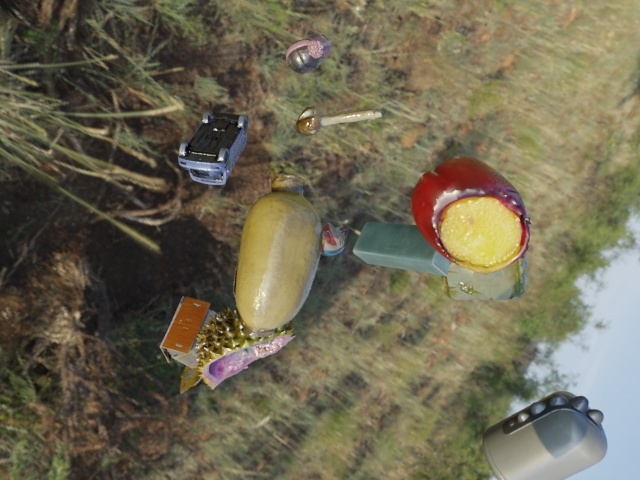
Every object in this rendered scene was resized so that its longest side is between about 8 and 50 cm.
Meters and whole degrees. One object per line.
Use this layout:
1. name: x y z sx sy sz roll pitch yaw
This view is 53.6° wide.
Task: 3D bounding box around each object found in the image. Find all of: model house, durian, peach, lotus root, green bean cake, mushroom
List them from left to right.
1. model house: -0.350 0.262 1.641 0.207 0.136 0.219 -26 -145 49
2. durian: -0.190 0.226 1.428 0.261 0.153 0.186 -31 179 1
3. lotus root: -0.072 0.023 1.116 0.146 0.131 0.303 31 65 -55
4. mushroom: 0.039 -0.270 1.373 0.060 0.187 0.061 -91 171 -64
5. peach: 0.279 -0.044 1.166 0.190 0.226 0.196 -30 159 -18
6. green bean cake: 0.454 0.057 1.776 0.124 0.236 0.232 -57 139 -56

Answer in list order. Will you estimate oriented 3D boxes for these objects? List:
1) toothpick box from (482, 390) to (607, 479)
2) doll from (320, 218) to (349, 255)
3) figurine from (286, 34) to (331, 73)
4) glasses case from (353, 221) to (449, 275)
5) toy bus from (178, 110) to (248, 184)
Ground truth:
1. toothpick box: 0.611 0.528 1.700 0.316 0.229 0.229 -41 170 27
2. doll: 0.000 0.000 1.481 0.152 0.114 0.085 -18 173 -20
3. figurine: -0.012 -0.322 1.086 0.129 0.072 0.054 -53 128 -61
4. glasses case: 0.181 0.014 1.449 0.056 0.266 0.105 5 91 -37
5. toy bus: -0.289 -0.249 1.745 0.292 0.126 0.133 -75 171 -53
